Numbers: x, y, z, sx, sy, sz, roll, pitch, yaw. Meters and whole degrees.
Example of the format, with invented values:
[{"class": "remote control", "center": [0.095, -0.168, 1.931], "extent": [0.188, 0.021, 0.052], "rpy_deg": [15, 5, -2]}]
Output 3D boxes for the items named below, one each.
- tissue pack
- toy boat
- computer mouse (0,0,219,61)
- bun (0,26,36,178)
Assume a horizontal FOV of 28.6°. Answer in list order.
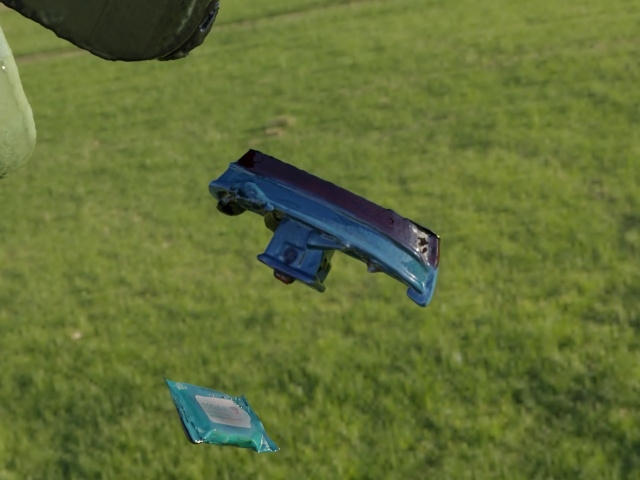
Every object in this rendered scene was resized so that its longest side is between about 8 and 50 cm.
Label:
[{"class": "tissue pack", "center": [-0.106, 0.185, 1.296], "extent": [0.028, 0.085, 0.138], "rpy_deg": [-44, -35, 14]}, {"class": "toy boat", "center": [0.000, 0.000, 1.104], "extent": [0.223, 0.097, 0.100], "rpy_deg": [25, -6, 17]}, {"class": "computer mouse", "center": [-0.226, -0.280, 1.186], "extent": [0.295, 0.168, 0.087], "rpy_deg": [24, 13, -25]}, {"class": "bun", "center": [-0.295, -0.132, 0.945], "extent": [0.118, 0.195, 0.195], "rpy_deg": [-20, 14, -13]}]
